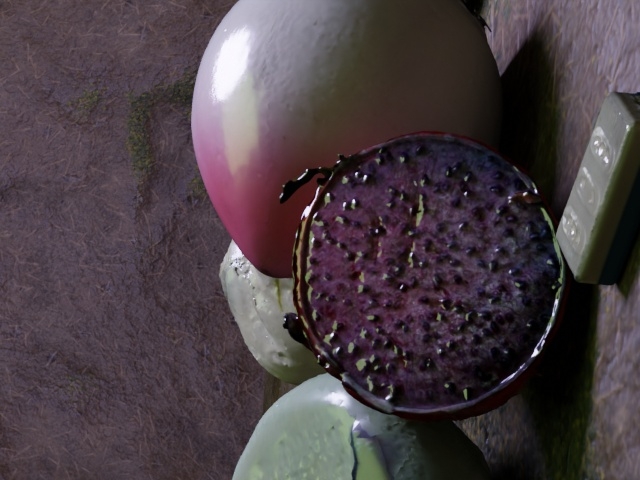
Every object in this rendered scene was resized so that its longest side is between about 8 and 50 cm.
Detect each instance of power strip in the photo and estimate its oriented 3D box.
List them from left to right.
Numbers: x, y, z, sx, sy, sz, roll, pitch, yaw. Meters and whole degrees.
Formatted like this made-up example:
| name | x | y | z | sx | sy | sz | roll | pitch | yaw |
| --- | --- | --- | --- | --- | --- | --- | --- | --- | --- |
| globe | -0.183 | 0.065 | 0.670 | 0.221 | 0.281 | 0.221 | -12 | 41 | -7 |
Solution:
| name | x | y | z | sx | sy | sz | roll | pitch | yaw |
| --- | --- | --- | --- | --- | --- | --- | --- | --- | --- |
| power strip | 0.189 | -0.035 | 0.694 | 0.056 | 0.032 | 0.123 | -98 | 17 | -56 |

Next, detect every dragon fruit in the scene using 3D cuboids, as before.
| name | x | y | z | sx | sy | sz | roll | pitch | yaw |
| --- | --- | --- | --- | --- | --- | --- | --- | --- | --- |
| dragon fruit | 0.096 | 0.033 | 0.845 | 0.148 | 0.223 | 0.219 | 20 | -116 | -66 |

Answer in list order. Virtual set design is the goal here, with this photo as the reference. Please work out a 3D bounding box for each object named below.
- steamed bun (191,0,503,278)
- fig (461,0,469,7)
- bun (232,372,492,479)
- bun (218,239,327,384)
| name | x | y | z | sx | sy | sz | roll | pitch | yaw |
| --- | --- | --- | --- | --- | --- | --- | --- | --- | --- |
| steamed bun | 0.011 | -0.086 | 0.985 | 0.309 | 0.309 | 0.310 | -174 | 90 | -82 |
| fig | 0.101 | -0.273 | 1.200 | 0.185 | 0.126 | 0.133 | 114 | 147 | -55 |
| bun | 0.055 | 0.257 | 0.912 | 0.293 | 0.187 | 0.293 | -17 | 68 | 51 |
| bun | 0.000 | 0.000 | 1.355 | 0.326 | 0.234 | 0.362 | -145 | 67 | -87 |
